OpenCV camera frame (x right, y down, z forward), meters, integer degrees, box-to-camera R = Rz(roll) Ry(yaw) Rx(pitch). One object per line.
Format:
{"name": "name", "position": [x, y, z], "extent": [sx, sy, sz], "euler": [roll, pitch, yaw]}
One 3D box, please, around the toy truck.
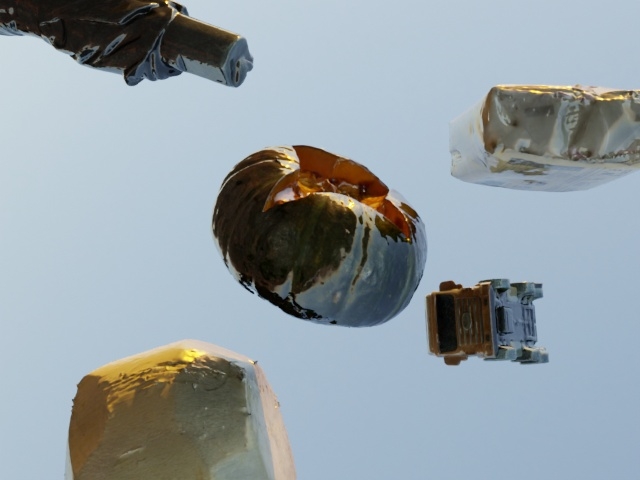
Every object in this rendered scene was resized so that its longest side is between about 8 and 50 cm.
{"name": "toy truck", "position": [0.206, 0.110, 1.711], "extent": [0.140, 0.257, 0.108], "euler": [-6, -97, 24]}

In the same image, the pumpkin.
{"name": "pumpkin", "position": [-0.002, 0.002, 1.390], "extent": [0.159, 0.238, 0.238], "euler": [-62, -154, 22]}

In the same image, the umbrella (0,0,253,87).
{"name": "umbrella", "position": [-0.147, -0.137, 0.816], "extent": [0.236, 0.059, 0.066], "euler": [22, -113, 20]}

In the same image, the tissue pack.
{"name": "tissue pack", "position": [0.242, -0.108, 1.403], "extent": [0.222, 0.186, 0.090], "euler": [128, -37, -83]}

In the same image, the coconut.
{"name": "coconut", "position": [-0.166, 0.236, 1.441], "extent": [0.247, 0.245, 0.245], "euler": [-17, -139, 11]}
